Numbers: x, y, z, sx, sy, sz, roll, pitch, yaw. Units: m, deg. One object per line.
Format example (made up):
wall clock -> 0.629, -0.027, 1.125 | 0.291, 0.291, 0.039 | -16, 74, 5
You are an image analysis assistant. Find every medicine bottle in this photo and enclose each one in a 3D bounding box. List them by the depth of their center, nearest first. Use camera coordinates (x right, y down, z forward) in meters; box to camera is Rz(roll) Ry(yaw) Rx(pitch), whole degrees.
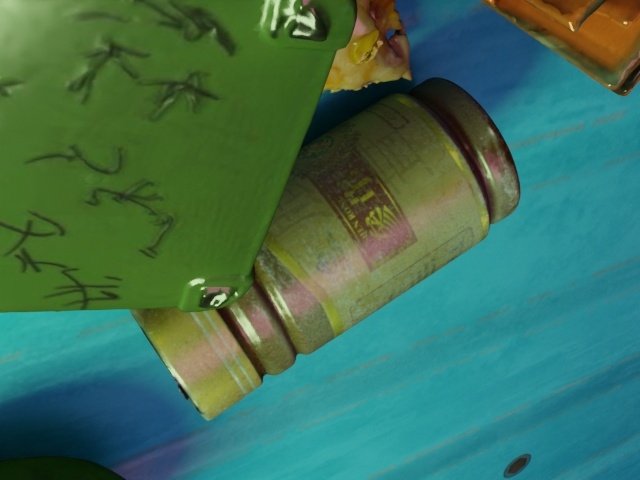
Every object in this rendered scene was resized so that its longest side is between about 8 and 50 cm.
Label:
medicine bottle -> 0.000, 0.000, 0.730 | 0.322, 0.151, 0.151 | -33, 138, -10

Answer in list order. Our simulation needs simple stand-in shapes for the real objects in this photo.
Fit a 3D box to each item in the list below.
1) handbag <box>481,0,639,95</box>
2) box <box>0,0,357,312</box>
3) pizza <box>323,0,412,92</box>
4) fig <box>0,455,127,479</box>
handbag -> 0.203, -0.317, 0.496 | 0.410, 0.303, 0.116 | -48, 144, 8
box -> -0.125, -0.093, 0.452 | 0.253, 0.177, 0.328 | 1, 145, -17
pizza -> -0.040, -0.165, 0.619 | 0.189, 0.071, 0.297 | -50, 139, 9
fig -> -0.251, 0.354, 0.725 | 0.316, 0.316, 0.316 | -21, 135, -22
